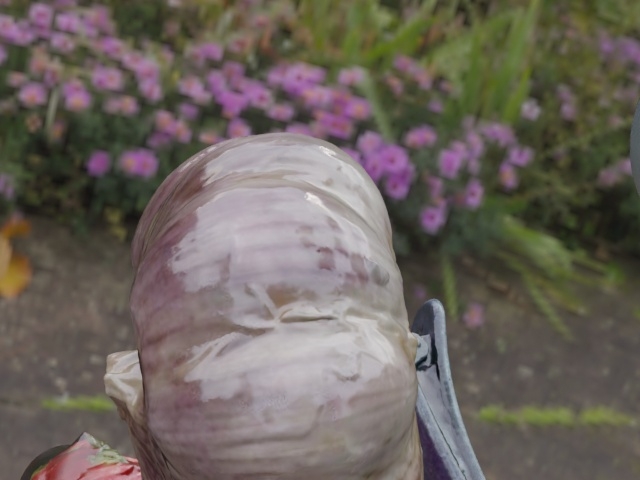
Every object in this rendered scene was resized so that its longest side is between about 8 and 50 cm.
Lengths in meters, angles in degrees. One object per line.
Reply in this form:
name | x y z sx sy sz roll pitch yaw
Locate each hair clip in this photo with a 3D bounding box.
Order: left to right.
hair clip | 0.092 0.154 1.050 0.083 0.048 0.275 -9 59 -38

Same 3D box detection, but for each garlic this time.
garlic | -0.021 0.039 0.632 0.102 0.147 0.159 -4 52 -5

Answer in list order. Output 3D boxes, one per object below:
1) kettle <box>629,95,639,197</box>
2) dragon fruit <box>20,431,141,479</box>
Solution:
kettle | 0.273 -0.006 0.812 0.210 0.160 0.243 -17 33 -4
dragon fruit | -0.147 0.227 1.321 0.166 0.160 0.172 9 15 -27
